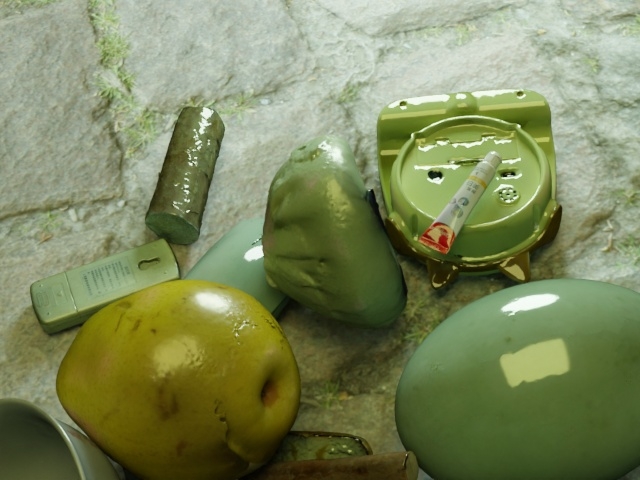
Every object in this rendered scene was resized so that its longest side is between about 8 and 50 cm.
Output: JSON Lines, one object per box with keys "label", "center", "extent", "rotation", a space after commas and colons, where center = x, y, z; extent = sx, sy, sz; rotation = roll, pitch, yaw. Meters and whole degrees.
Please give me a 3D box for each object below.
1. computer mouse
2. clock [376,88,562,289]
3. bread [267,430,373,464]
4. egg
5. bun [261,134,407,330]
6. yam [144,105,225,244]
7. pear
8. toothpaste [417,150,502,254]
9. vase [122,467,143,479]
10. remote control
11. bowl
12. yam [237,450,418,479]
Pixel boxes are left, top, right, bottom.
{"label": "computer mouse", "center": [-0.128, 0.064, 1.740], "extent": [0.159, 0.097, 0.288], "rotation": [21, 58, 25]}
{"label": "clock", "center": [0.235, -0.080, 1.790], "extent": [0.286, 0.117, 0.349], "rotation": [-5, 51, 4]}
{"label": "bread", "center": [0.000, 0.291, 1.546], "extent": [0.157, 0.094, 0.083], "rotation": [-2, 96, 16]}
{"label": "egg", "center": [0.285, 0.191, 1.466], "extent": [0.388, 0.276, 0.276], "rotation": [-18, 51, 0]}
{"label": "bun", "center": [0.000, 0.000, 1.662], "extent": [0.187, 0.293, 0.293], "rotation": [-20, 52, -2]}
{"label": "yam", "center": [-0.219, -0.114, 1.897], "extent": [0.093, 0.093, 0.259], "rotation": [3, 52, 10]}
{"label": "pear", "center": [-0.188, 0.187, 1.524], "extent": [0.285, 0.285, 0.336], "rotation": [-46, 24, -26]}
{"label": "toothpaste", "center": [0.212, -0.059, 1.687], "extent": [0.048, 0.031, 0.190], "rotation": [27, 63, 22]}
{"label": "vase", "center": [-0.230, 0.346, 1.542], "extent": [0.086, 0.086, 0.214], "rotation": [-21, 47, -9]}
{"label": "remote control", "center": [-0.336, 0.070, 1.798], "extent": [0.233, 0.038, 0.098], "rotation": [-20, 52, -10]}
{"label": "bowl", "center": [-0.336, 0.370, 1.450], "extent": [0.157, 0.346, 0.345], "rotation": [6, 33, -49]}
{"label": "yam", "center": [0.003, 0.302, 1.468], "extent": [0.263, 0.046, 0.046], "rotation": [-13, 47, 29]}
